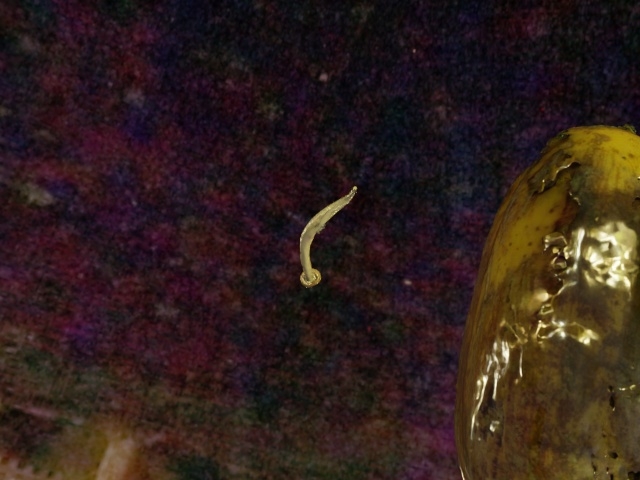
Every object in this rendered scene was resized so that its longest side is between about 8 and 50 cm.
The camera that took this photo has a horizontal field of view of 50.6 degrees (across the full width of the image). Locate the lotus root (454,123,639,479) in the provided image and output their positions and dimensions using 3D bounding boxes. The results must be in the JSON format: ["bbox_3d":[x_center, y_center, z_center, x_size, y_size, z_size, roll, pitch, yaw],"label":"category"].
[{"bbox_3d":[0.203,0.094,0.554,0.179,0.397,0.196,6,174,21],"label":"lotus root"}]

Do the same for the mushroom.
[{"bbox_3d":[-0.002,-0.002,1.293,0.068,0.043,0.306,-23,152,-29],"label":"mushroom"}]
